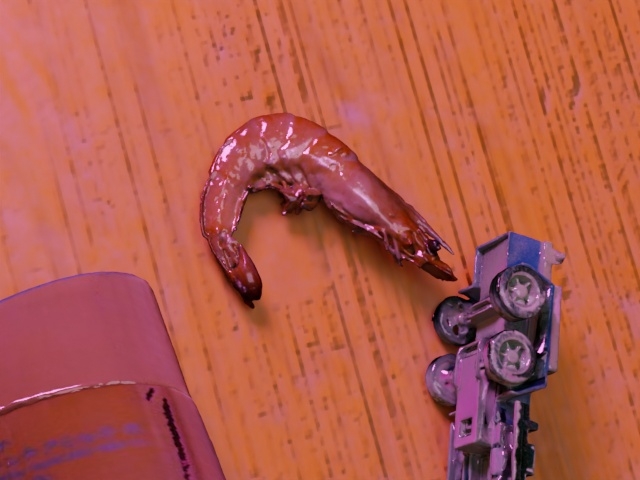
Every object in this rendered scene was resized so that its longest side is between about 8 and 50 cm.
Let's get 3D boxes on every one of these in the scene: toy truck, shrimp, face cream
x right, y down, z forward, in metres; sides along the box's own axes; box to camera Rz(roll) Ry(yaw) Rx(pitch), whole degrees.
[{"bbox_3d":[0.088,0.087,0.746,0.081,0.067,0.175,14,69,-22],"label":"toy truck"},{"bbox_3d":[0.000,0.000,0.756,0.114,0.023,0.083,36,71,-2],"label":"shrimp"},{"bbox_3d":[-0.088,0.122,0.585,0.139,0.285,0.067,-22,129,-3],"label":"face cream"}]
